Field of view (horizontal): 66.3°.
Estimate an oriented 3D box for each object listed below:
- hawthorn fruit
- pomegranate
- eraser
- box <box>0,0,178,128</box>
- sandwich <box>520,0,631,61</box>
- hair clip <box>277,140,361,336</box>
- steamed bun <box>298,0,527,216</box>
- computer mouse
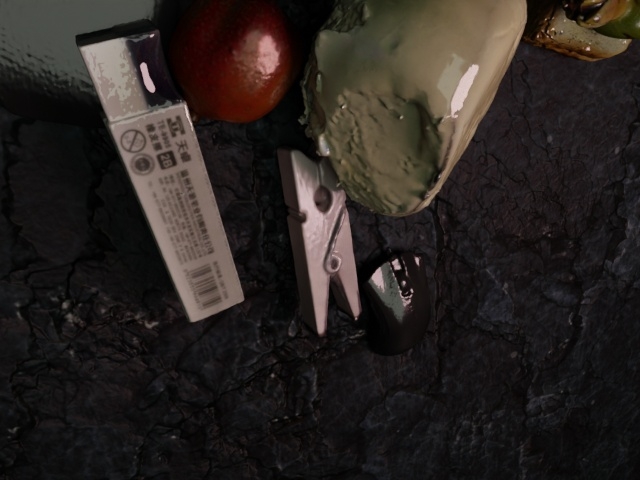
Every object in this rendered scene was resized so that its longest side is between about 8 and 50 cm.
[{"bbox_3d":[-0.111,-0.227,0.638,0.169,0.169,0.188,24,106,-31],"label":"hawthorn fruit"},{"bbox_3d":[0.484,-0.401,0.718,0.241,0.159,0.189,0,109,-22],"label":"pomegranate"},{"bbox_3d":[-0.205,-0.074,0.669,0.098,0.096,0.403,-21,125,-16],"label":"eraser"},{"bbox_3d":[-0.290,-0.248,0.613,0.201,0.042,0.212,4,111,-26],"label":"box"},{"bbox_3d":[0.461,-0.456,0.832,0.249,0.095,0.273,-1,111,-28],"label":"sandwich"},{"bbox_3d":[-0.002,-0.002,0.827,0.101,0.085,0.330,-17,111,-19],"label":"hair clip"},{"bbox_3d":[0.118,-0.223,0.681,0.312,0.233,0.333,-52,166,-39],"label":"steamed bun"},{"bbox_3d":[0.162,0.133,0.964,0.147,0.088,0.264,-25,117,-16],"label":"computer mouse"}]
